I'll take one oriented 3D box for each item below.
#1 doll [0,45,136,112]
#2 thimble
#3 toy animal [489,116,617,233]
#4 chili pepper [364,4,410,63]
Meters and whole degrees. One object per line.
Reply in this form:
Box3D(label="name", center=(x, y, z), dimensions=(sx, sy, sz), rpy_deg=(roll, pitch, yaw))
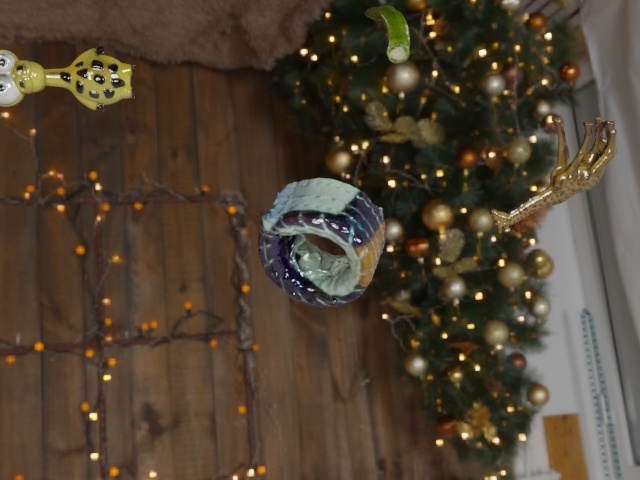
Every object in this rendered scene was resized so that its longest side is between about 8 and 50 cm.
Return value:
Box3D(label="doll", center=(-0.477, -0.289, 1.310), dimensions=(0.291, 0.117, 0.086), rpy_deg=(-1, -175, -13))
Box3D(label="thimble", center=(0.000, 0.000, 1.369), dimensions=(0.237, 0.237, 0.150), rpy_deg=(-11, -149, 28))
Box3D(label="toy animal", center=(0.429, -0.112, 1.342), dimensions=(0.149, 0.054, 0.275), rpy_deg=(24, 114, -21))
Box3D(label="chili pepper", center=(0.122, -0.369, 1.274), dimensions=(0.052, 0.201, 0.050), rpy_deg=(8, 127, -17))
